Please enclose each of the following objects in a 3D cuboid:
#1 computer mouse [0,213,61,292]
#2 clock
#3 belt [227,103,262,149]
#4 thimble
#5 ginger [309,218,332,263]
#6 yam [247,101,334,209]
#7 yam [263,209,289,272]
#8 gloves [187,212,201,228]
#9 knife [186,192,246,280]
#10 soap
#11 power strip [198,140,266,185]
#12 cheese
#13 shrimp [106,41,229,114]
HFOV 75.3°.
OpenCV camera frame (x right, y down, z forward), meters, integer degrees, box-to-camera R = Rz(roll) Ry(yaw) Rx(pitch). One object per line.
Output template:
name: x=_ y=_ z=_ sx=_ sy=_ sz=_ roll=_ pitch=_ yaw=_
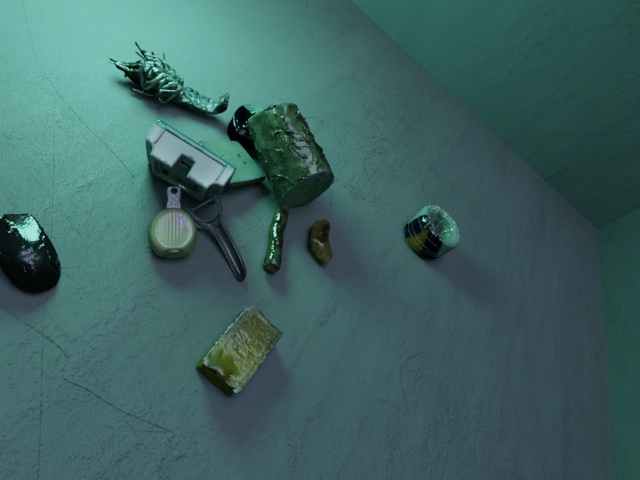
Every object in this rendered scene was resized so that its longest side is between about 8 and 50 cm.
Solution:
computer mouse: x=-0.722 y=0.025 z=1.008 sx=0.122 sy=0.073 sz=0.217 roll=-31 pitch=80 yaw=-43
clock: x=-0.418 y=-0.219 z=1.287 sx=0.262 sy=0.231 sz=0.116 roll=33 pitch=68 yaw=-14
belt: x=-0.277 y=-0.449 z=1.631 sx=0.151 sy=0.078 sz=0.198 roll=28 pitch=51 yaw=-18
thimble: x=0.499 y=-0.042 z=1.852 sx=0.237 sy=0.150 sz=0.237 roll=19 pitch=51 yaw=-24
ginger: x=0.002 y=0.000 z=1.532 sx=0.096 sy=0.069 sz=0.190 roll=14 pitch=55 yaw=-21
yam: x=-0.112 y=-0.310 z=1.509 sx=0.241 sy=0.241 sz=0.348 roll=-23 pitch=87 yaw=-42
yam: x=-0.153 y=-0.006 z=1.435 sx=0.061 sy=0.061 sz=0.252 roll=23 pitch=49 yaw=-21
gloves: x=-0.412 y=-0.060 z=1.311 sx=0.081 sy=0.037 sz=0.044 roll=29 pitch=81 yaw=-21
knife: x=-0.295 y=-0.007 z=1.300 sx=0.277 sy=0.123 sz=0.053 roll=62 pitch=20 yaw=-9
soap: x=-0.223 y=0.304 z=1.167 sx=0.135 sy=0.076 sz=0.233 roll=44 pitch=45 yaw=-4
power strip: x=-0.324 y=-0.267 z=1.488 sx=0.198 sy=0.064 sz=0.213 roll=54 pitch=33 yaw=10
cheese: x=-0.439 y=-0.061 z=1.237 sx=0.137 sy=0.064 sz=0.227 roll=1 pitch=72 yaw=-19
shrimp: x=-0.536 y=-0.562 z=1.486 sx=0.411 sy=0.166 sz=0.221 roll=28 pitch=45 yaw=-33
